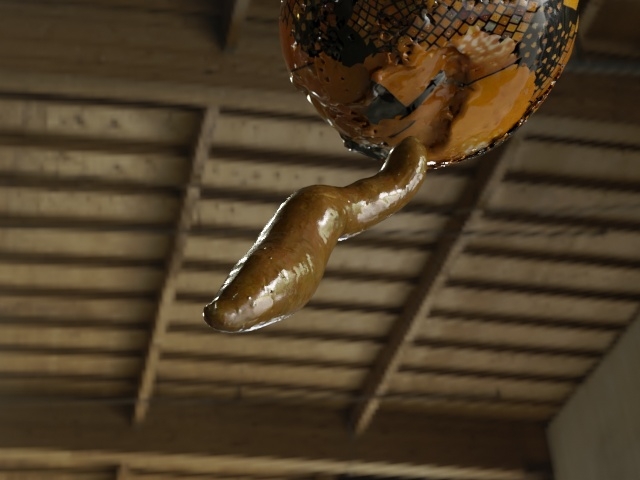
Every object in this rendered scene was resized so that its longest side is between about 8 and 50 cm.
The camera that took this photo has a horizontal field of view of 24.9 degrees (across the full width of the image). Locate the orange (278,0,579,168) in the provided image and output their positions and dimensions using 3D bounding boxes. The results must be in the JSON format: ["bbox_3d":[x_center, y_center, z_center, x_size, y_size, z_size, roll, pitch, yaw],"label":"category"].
[{"bbox_3d":[0.081,-0.169,1.094,0.234,0.182,0.234,-7,-48,-8],"label":"orange"}]

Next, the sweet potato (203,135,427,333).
[{"bbox_3d":[-0.004,-0.002,0.643,0.044,0.179,0.044,14,-59,25],"label":"sweet potato"}]
